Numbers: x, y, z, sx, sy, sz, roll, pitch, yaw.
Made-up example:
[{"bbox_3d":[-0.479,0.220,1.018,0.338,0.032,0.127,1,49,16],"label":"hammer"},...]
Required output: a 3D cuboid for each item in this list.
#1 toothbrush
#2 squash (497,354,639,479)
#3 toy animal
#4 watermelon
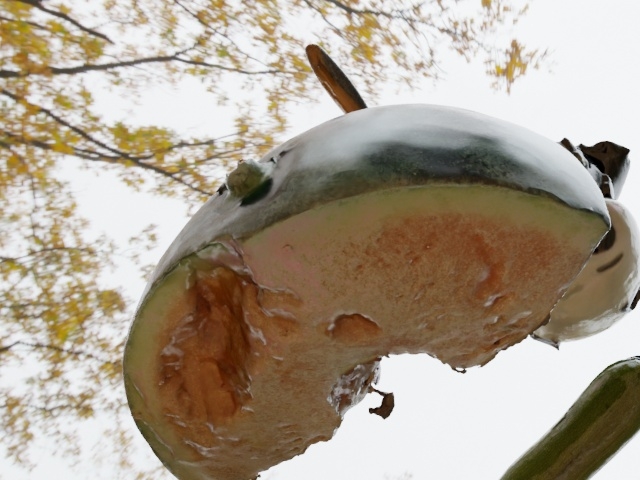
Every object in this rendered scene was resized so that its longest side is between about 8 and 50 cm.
[{"bbox_3d":[0.078,-0.043,0.889,0.023,0.031,0.321,-13,-55,43],"label":"toothbrush"},{"bbox_3d":[0.177,0.154,0.726,0.183,0.052,0.052,-44,-93,6],"label":"squash"},{"bbox_3d":[0.225,-0.001,0.916,0.166,0.179,0.138,-27,-47,19],"label":"toy animal"},{"bbox_3d":[-0.004,-0.003,0.604,0.322,0.188,0.175,-31,-54,21],"label":"watermelon"}]
